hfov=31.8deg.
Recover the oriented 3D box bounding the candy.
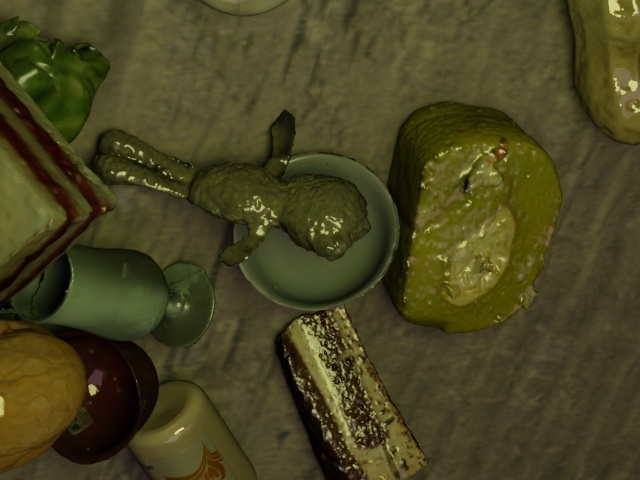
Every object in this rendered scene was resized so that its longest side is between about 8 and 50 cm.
[{"bbox_3d":[-0.363,-0.090,1.047,0.179,0.135,0.320,-43,83,19],"label":"candy"}]

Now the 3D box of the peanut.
[{"bbox_3d":[0.344,-0.233,1.273,0.111,0.125,0.274,-20,118,-9],"label":"peanut"}]

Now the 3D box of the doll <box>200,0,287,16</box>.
[{"bbox_3d":[-0.051,-0.332,1.067,0.221,0.221,0.251,17,109,-22],"label":"doll"}]

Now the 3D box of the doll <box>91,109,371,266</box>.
[{"bbox_3d":[-0.094,-0.045,1.205,0.286,0.202,0.091,-3,132,-18],"label":"doll"}]

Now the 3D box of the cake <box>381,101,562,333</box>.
[{"bbox_3d":[0.173,-0.021,1.315,0.179,0.156,0.260,3,115,-10],"label":"cake"}]

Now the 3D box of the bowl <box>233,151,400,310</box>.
[{"bbox_3d":[0.000,0.000,1.291,0.189,0.189,0.086,-28,161,-2],"label":"bowl"}]

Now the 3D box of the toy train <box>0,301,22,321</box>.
[{"bbox_3d":[-0.363,0.106,1.270,0.038,0.056,0.093,-6,117,-30],"label":"toy train"}]

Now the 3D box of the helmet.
[{"bbox_3d":[-0.242,0.165,1.290,0.175,0.106,0.155,-32,82,35],"label":"helmet"}]

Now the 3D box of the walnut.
[{"bbox_3d":[-0.342,0.163,1.172,0.207,0.159,0.159,-19,123,-41],"label":"walnut"}]

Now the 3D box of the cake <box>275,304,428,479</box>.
[{"bbox_3d":[0.022,0.207,1.437,0.112,0.135,0.246,-29,90,-15],"label":"cake"}]

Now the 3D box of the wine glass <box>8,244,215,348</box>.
[{"bbox_3d":[-0.220,0.056,1.200,0.103,0.103,0.231,-54,148,12],"label":"wine glass"}]

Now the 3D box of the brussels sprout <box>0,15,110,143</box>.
[{"bbox_3d":[-0.304,-0.141,1.153,0.181,0.100,0.139,-50,129,-2],"label":"brussels sprout"}]

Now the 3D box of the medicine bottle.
[{"bbox_3d":[-0.140,0.295,1.390,0.114,0.114,0.252,-29,120,-1],"label":"medicine bottle"}]
